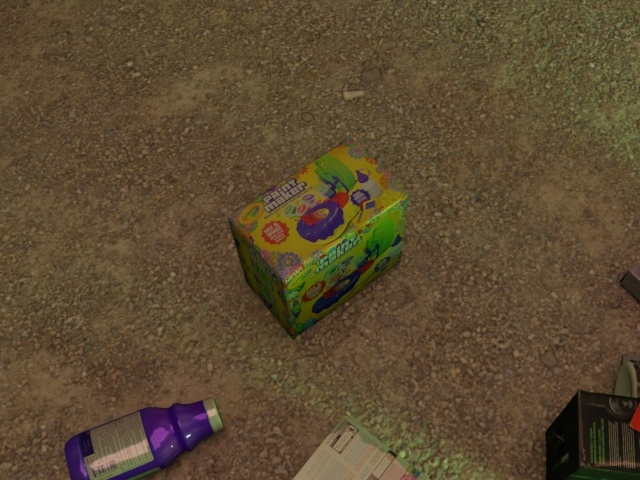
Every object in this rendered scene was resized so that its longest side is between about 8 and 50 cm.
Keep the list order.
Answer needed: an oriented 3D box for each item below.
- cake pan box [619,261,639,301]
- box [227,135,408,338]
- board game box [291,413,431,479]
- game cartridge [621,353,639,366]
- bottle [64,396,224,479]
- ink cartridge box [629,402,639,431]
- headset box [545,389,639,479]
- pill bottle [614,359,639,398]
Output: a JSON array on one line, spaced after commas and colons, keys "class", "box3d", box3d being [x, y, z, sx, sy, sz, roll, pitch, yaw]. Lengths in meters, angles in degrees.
[{"class": "cake pan box", "box3d": [0.784, 0.097, 1.535, 0.267, 0.070, 0.245, -31, 62, -13]}, {"class": "box", "box3d": [0.000, 0.000, 1.501, 0.290, 0.279, 0.177, -35, 65, -15]}, {"class": "board game box", "box3d": [0.096, 0.488, 1.331, 0.303, 0.097, 0.224, 35, 69, 21]}, {"class": "game cartridge", "box3d": [0.627, 0.256, 1.482, 0.083, 0.017, 0.056, 14, 59, 10]}, {"class": "bottle", "box3d": [-0.322, 0.372, 1.415, 0.283, 0.092, 0.118, -21, 63, -9]}, {"class": "ink cartridge box", "box3d": [0.595, 0.272, 1.179, 0.179, 0.045, 0.145, 31, 65, 15]}, {"class": "headset box", "box3d": [0.530, 0.367, 1.294, 0.283, 0.246, 0.131, 6, 61, 7]}, {"class": "pill bottle", "box3d": [0.679, 0.295, 1.392, 0.246, 0.130, 0.130, 6, 62, 6]}]
